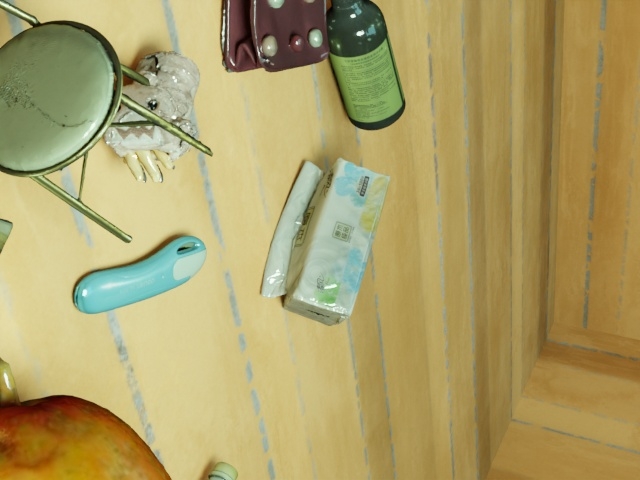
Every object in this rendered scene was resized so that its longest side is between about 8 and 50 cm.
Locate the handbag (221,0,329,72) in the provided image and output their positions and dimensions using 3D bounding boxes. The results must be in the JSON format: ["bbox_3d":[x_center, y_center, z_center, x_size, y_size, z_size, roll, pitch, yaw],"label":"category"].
[{"bbox_3d":[-0.053,-0.337,1.207,0.203,0.074,0.216,-28,124,-59],"label":"handbag"}]

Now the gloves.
[{"bbox_3d":[-0.185,-0.143,0.990,0.094,0.110,0.144,53,23,-47],"label":"gloves"}]

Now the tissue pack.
[{"bbox_3d":[0.000,0.000,1.403,0.159,0.145,0.229,133,-24,-76],"label":"tissue pack"}]

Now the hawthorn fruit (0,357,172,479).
[{"bbox_3d":[-0.266,0.250,0.820,0.277,0.277,0.298,-18,97,-61],"label":"hawthorn fruit"}]

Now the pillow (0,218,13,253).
[{"bbox_3d":[-0.362,0.044,0.749,0.212,0.052,0.208,-70,155,-14],"label":"pillow"}]

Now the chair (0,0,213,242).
[{"bbox_3d":[-0.245,-0.130,0.777,0.160,0.170,0.326,-44,155,0],"label":"chair"}]

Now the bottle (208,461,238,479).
[{"bbox_3d":[-0.188,0.419,1.219,0.083,0.083,0.269,75,32,-42],"label":"bottle"}]

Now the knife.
[{"bbox_3d":[-0.212,0.040,1.080,0.222,0.031,0.064,-23,124,-56],"label":"knife"}]

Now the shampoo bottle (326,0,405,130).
[{"bbox_3d":[0.062,-0.304,1.420,0.101,0.101,0.284,-63,150,-30],"label":"shampoo bottle"}]
